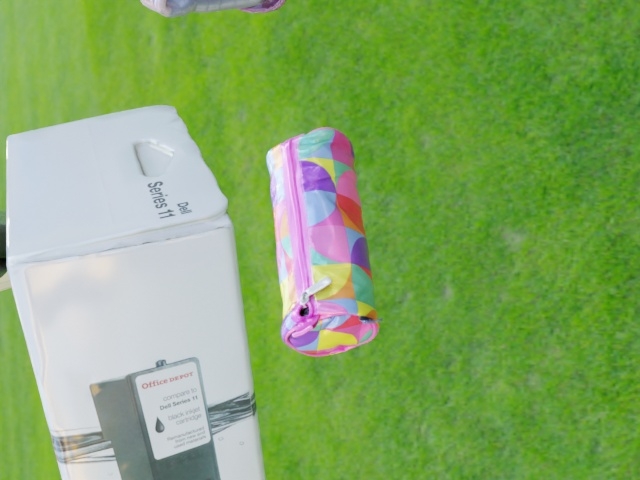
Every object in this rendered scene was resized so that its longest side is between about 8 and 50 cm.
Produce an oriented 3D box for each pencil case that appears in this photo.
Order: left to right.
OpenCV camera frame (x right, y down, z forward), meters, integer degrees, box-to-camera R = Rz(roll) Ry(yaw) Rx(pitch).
[{"bbox_3d":[0.000,0.000,0.894,0.104,0.105,0.236,-46,42,46],"label":"pencil case"}]

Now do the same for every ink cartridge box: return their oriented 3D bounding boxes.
[{"bbox_3d":[-0.086,0.058,0.425,0.153,0.087,0.208,-126,29,-59],"label":"ink cartridge box"}]

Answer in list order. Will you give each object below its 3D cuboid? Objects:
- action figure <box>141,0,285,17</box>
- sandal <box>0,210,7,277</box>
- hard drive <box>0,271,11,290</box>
[{"bbox_3d":[-0.008,-0.292,0.631,0.370,0.276,0.247,-142,46,-68],"label":"action figure"},{"bbox_3d":[-0.240,0.014,0.558,0.097,0.254,0.054,6,96,26],"label":"sandal"},{"bbox_3d":[-0.438,0.007,0.672,0.233,0.353,0.047,26,110,19],"label":"hard drive"}]
